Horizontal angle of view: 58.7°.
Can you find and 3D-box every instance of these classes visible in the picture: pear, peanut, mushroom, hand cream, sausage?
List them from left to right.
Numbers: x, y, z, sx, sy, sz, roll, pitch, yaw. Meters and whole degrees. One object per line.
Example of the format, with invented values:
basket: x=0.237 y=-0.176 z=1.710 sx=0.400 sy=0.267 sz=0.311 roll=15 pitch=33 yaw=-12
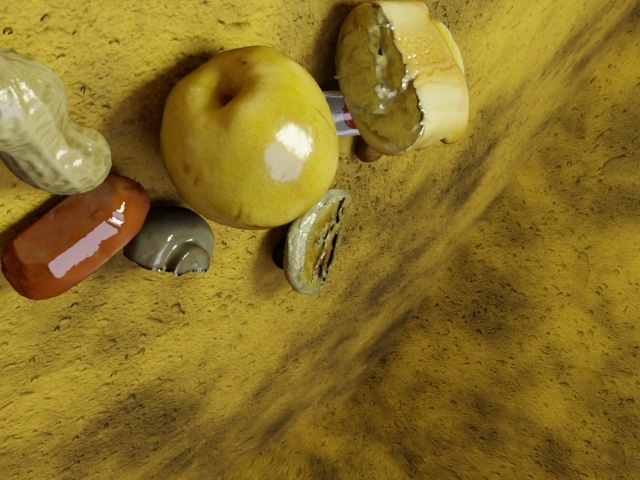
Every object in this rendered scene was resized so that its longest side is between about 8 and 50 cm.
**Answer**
peanut: x=-0.378 y=-0.150 z=0.754 sx=0.136 sy=0.120 sz=0.298 roll=-38 pitch=158 yaw=-7
sausage: x=-0.396 y=-0.008 z=0.935 sx=0.258 sy=0.133 sz=0.133 roll=-44 pitch=156 yaw=-15
mushroom: x=-0.288 y=-0.008 z=1.107 sx=0.188 sy=0.141 sz=0.117 roll=-13 pitch=117 yaw=-55
pear: x=-0.117 y=-0.162 z=0.966 sx=0.314 sy=0.314 sz=0.314 roll=-37 pitch=154 yaw=-21
hand cream: x=0.091 y=-0.287 z=1.286 sx=0.335 sy=0.076 sz=0.121 roll=-8 pitch=131 yaw=-21

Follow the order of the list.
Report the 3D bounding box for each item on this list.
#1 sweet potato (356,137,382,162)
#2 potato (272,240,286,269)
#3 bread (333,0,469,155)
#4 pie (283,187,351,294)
sweet potato: x=0.174 y=-0.331 z=1.419 sx=0.341 sy=0.092 sz=0.114 roll=-61 pitch=177 yaw=29
potato: x=-0.085 y=0.051 z=1.600 sx=0.096 sy=0.066 sz=0.103 roll=-64 pitch=156 yaw=-18
bread: x=0.165 y=-0.327 z=1.167 sx=0.270 sy=0.316 sz=0.211 roll=-23 pitch=-178 yaw=-42
pie: x=0.000 y=0.000 z=1.572 sx=0.339 sy=0.077 sz=0.339 roll=-55 pitch=157 yaw=-37
